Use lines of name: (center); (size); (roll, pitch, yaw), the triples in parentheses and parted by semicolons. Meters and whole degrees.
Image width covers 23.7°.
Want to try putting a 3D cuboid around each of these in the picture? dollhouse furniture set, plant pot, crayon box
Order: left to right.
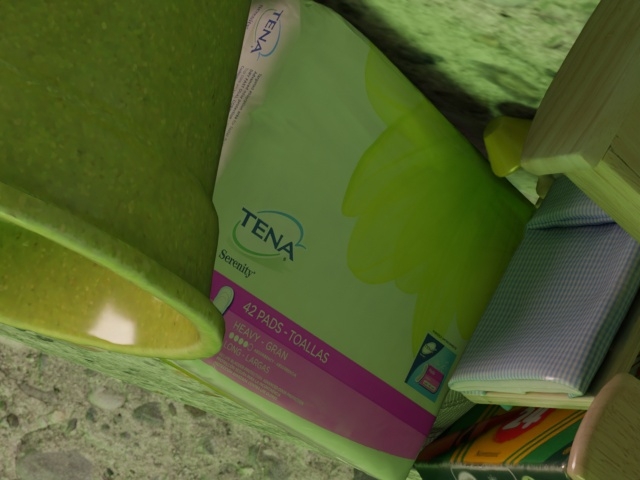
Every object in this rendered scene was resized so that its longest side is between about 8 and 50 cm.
plant pot: (-0.134, -0.112, 0.679); (0.276, 0.254, 0.276); (17, 165, 5)
dollhouse furniture set: (0.116, 0.011, 0.818); (0.198, 0.286, 0.303); (40, 160, -22)
crayon box: (0.235, 0.083, 1.013); (0.081, 0.318, 0.202); (57, 157, -7)

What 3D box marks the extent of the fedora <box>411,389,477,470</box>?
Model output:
fedora: (0.056, 0.042, 1.180); (0.275, 0.244, 0.124); (26, 137, 3)

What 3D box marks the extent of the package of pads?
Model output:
package of pads: (0.000, 0.000, 0.965); (0.101, 0.229, 0.296); (19, 168, 43)
